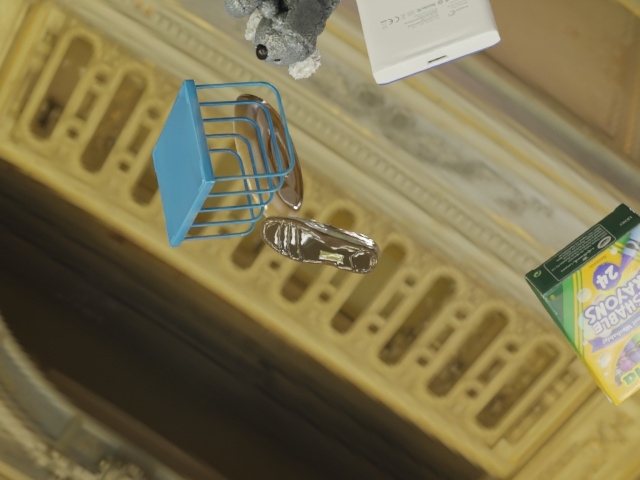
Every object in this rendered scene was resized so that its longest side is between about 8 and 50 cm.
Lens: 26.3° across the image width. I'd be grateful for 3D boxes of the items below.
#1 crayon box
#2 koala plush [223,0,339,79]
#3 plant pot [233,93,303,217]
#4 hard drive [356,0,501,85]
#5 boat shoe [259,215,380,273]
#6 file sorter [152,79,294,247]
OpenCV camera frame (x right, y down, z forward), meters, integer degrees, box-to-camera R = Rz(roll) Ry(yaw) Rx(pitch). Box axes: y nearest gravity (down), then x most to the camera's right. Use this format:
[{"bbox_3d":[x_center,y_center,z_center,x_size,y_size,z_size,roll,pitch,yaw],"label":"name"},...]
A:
[{"bbox_3d":[0.502,0.124,2.243,0.323,0.203,0.083,52,-178,-29],"label":"crayon box"},{"bbox_3d":[-0.063,-0.408,2.594,0.196,0.221,0.203,35,-120,10],"label":"koala plush"},{"bbox_3d":[-0.079,-0.135,2.274,0.236,0.032,0.236,-17,-90,-73],"label":"plant pot"},{"bbox_3d":[0.164,-0.419,2.283,0.040,0.210,0.318,55,-159,-52],"label":"hard drive"},{"bbox_3d":[0.000,0.000,2.130,0.190,0.068,0.072,20,-152,-1],"label":"boat shoe"},{"bbox_3d":[-0.106,-0.082,1.475,0.105,0.170,0.118,-4,-111,-21],"label":"file sorter"}]
